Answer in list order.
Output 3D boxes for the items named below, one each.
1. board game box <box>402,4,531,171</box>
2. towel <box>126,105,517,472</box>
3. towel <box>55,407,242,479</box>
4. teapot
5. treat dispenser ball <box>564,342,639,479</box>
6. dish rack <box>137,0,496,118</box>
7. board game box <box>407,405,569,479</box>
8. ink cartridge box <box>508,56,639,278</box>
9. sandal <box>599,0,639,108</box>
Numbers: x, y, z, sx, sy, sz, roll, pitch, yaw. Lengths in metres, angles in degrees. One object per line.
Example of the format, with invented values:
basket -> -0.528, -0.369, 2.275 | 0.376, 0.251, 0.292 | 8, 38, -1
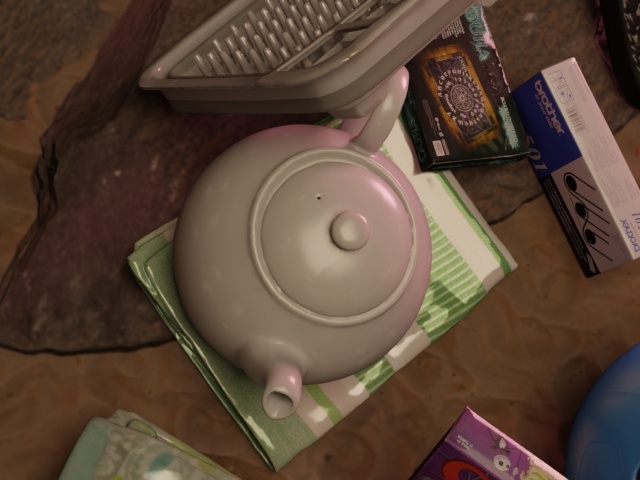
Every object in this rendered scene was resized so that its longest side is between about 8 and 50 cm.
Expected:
board game box -> 0.130, -0.162, 1.509 | 0.126, 0.026, 0.186 | -7, 74, -32
towel -> 0.008, 0.024, 1.442 | 0.325, 0.038, 0.248 | -37, 92, -22
towel -> -0.116, 0.347, 1.227 | 0.320, 0.090, 0.374 | 32, 44, -9
teapot -> 0.000, 0.000, 1.326 | 0.252, 0.187, 0.256 | -22, 86, -22
treat dispenser ball -> 0.370, 0.217, 1.386 | 0.288, 0.288, 0.288 | 4, 77, -18
dish rack -> 0.014, -0.194, 1.353 | 0.285, 0.333, 0.072 | -43, 117, -24
board game box -> 0.226, 0.301, 1.320 | 0.347, 0.208, 0.056 | 35, 52, 6
ink cartridge box -> 0.261, -0.071, 1.517 | 0.046, 0.097, 0.207 | -24, 86, -22
sandal -> 0.322, -0.355, 1.612 | 0.167, 0.107, 0.445 | -9, 94, -22
